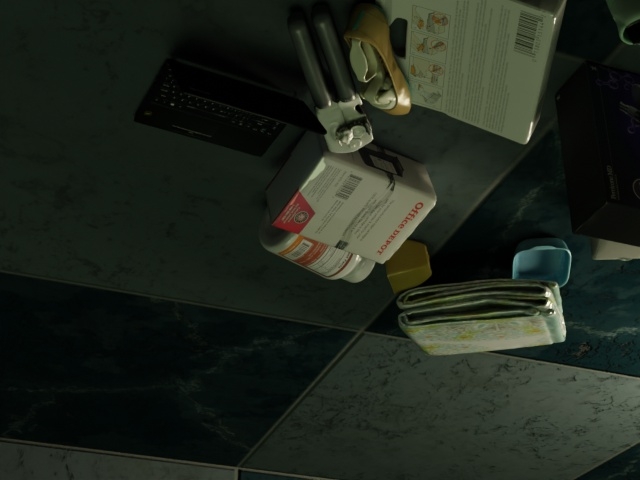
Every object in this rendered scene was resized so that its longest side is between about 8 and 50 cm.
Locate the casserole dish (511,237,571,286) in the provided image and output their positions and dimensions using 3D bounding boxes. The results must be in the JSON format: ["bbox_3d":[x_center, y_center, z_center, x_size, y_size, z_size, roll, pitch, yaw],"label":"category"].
[{"bbox_3d":[0.439,0.045,2.199,0.114,0.037,0.188,-3,148,7],"label":"casserole dish"}]

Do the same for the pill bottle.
[{"bbox_3d":[0.000,0.000,2.046,0.121,0.121,0.216,-26,140,37],"label":"pill bottle"}]

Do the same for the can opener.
[{"bbox_3d":[0.014,-0.242,1.680,0.074,0.093,0.280,-16,139,7],"label":"can opener"}]

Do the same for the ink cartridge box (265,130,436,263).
[{"bbox_3d":[0.052,-0.078,1.891,0.237,0.100,0.172,19,127,-28],"label":"ink cartridge box"}]

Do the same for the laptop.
[{"bbox_3d":[-0.148,-0.180,1.727,0.234,0.137,0.264,15,146,-22],"label":"laptop"}]

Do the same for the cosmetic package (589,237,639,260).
[{"bbox_3d":[0.556,-0.063,1.956,0.127,0.107,0.238,-1,152,1],"label":"cosmetic package"}]

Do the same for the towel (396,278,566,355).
[{"bbox_3d":[0.342,0.161,2.291,0.320,0.090,0.374,-6,162,14],"label":"towel"}]

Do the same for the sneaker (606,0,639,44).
[{"bbox_3d":[0.504,-0.335,1.444,0.255,0.151,0.094,-18,143,26],"label":"sneaker"}]

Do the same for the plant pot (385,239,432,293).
[{"bbox_3d":[0.173,0.045,2.165,0.083,0.081,0.081,-12,148,9],"label":"plant pot"}]

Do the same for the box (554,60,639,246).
[{"bbox_3d":[0.473,-0.127,1.688,0.184,0.261,0.103,9,148,-15],"label":"box"}]

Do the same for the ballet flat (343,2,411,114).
[{"bbox_3d":[0.078,-0.251,1.646,0.080,0.073,0.232,15,151,30],"label":"ballet flat"}]

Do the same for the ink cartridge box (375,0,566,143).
[{"bbox_3d":[0.209,-0.288,1.613,0.261,0.066,0.296,22,152,14],"label":"ink cartridge box"}]
